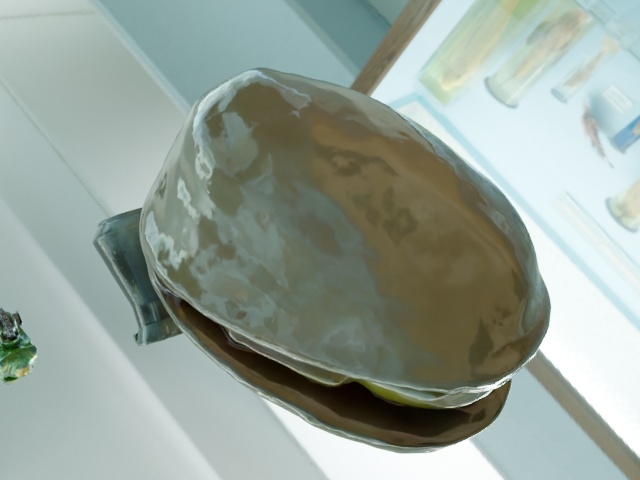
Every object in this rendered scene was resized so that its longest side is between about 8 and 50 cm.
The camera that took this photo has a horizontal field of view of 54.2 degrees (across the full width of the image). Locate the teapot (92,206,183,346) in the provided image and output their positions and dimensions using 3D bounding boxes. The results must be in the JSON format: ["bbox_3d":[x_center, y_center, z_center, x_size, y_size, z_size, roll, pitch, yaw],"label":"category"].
[{"bbox_3d":[-0.269,0.054,1.089,0.203,0.171,0.225,-17,-89,-1],"label":"teapot"}]

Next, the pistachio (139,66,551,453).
[{"bbox_3d":[0.000,0.000,0.393,0.197,0.166,0.288,-30,-128,-26],"label":"pistachio"}]

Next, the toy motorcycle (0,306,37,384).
[{"bbox_3d":[-0.473,0.163,0.951,0.074,0.190,0.106,-25,-96,-35],"label":"toy motorcycle"}]
